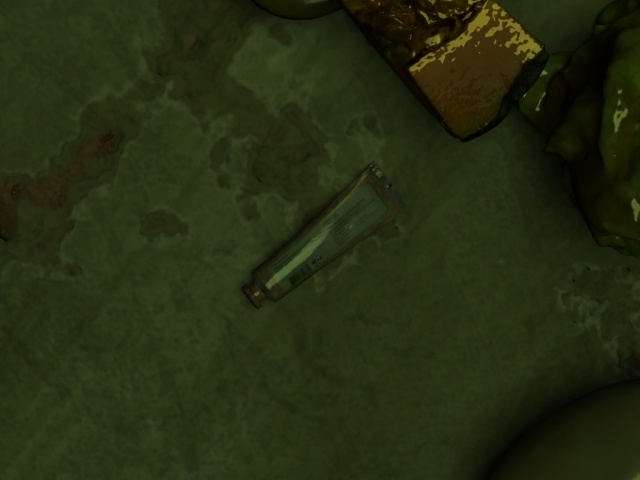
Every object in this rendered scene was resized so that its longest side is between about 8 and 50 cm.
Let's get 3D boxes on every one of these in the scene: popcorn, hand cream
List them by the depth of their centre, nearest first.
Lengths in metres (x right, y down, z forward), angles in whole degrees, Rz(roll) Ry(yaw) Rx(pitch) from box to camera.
[{"bbox_3d":[0.386,-0.114,1.619,0.274,0.335,0.279,-28,110,7],"label":"popcorn"},{"bbox_3d":[0.000,0.000,1.703,0.209,0.043,0.067,-38,102,-7],"label":"hand cream"}]

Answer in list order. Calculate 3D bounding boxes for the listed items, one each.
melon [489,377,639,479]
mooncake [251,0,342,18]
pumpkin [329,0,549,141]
[{"bbox_3d":[0.324,0.287,1.690,0.317,0.223,0.223,-36,100,-1],"label":"melon"},{"bbox_3d":[-0.013,-0.364,1.619,0.234,0.117,0.235,-1,96,-5],"label":"mooncake"},{"bbox_3d":[0.126,-0.220,1.573,0.139,0.280,0.190,-43,67,7],"label":"pumpkin"}]
